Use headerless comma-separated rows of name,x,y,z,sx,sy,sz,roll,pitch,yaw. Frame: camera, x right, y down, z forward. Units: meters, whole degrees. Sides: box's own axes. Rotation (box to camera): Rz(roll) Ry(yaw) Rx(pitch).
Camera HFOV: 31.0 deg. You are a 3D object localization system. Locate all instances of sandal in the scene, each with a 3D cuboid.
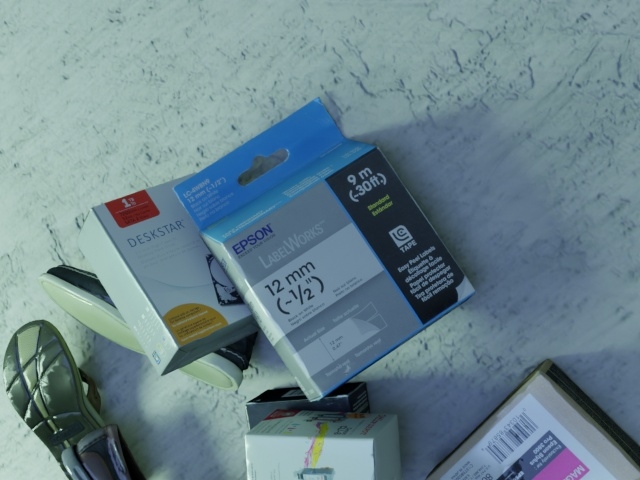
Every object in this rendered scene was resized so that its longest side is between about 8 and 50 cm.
sandal,-0.384,0.258,1.763,0.120,0.086,0.302,-21,104,15

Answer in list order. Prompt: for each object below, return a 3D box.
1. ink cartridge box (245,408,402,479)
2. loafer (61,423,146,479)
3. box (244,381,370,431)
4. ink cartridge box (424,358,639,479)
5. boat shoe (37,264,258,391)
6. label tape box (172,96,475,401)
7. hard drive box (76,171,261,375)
ink cartridge box,0.008,0.298,1.504,0.176,0.128,0.127,0,97,18
loafer,-0.257,0.406,1.707,0.095,0.109,0.302,-38,100,-5
box,-0.010,0.289,1.626,0.156,0.093,0.158,-7,94,19
ink cartridge box,0.285,0.307,1.530,0.193,0.088,0.234,44,107,10
boat shoe,-0.245,0.098,1.680,0.340,0.127,0.113,22,64,17
label tape box,0.000,0.000,1.522,0.249,0.115,0.347,-33,86,-12
hard drive box,-0.196,0.043,1.588,0.232,0.181,0.089,54,142,15
